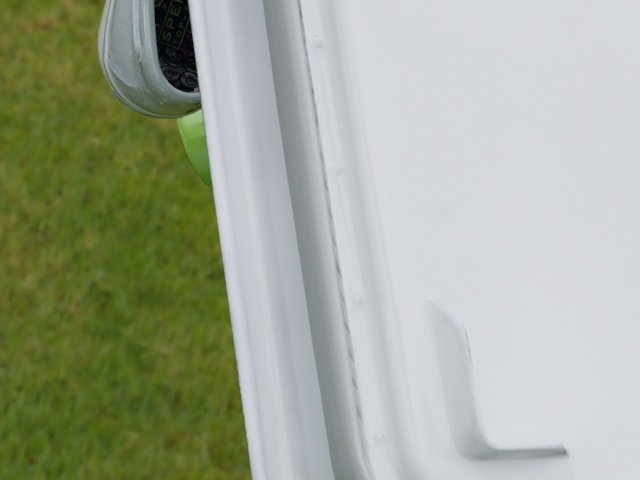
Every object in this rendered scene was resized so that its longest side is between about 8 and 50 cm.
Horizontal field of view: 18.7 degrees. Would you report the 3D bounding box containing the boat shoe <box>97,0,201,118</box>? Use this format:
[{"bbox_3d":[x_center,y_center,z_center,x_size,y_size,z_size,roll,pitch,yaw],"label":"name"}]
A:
[{"bbox_3d":[-0.032,-0.159,0.806,0.079,0.227,0.081,15,0,-21],"label":"boat shoe"}]

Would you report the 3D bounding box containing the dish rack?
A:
[{"bbox_3d":[0.096,-0.041,0.693,0.286,0.072,0.332,2,73,-33],"label":"dish rack"}]

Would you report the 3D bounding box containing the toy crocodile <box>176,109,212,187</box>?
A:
[{"bbox_3d":[0.000,0.000,0.980,0.115,0.340,0.105,-14,11,16],"label":"toy crocodile"}]
